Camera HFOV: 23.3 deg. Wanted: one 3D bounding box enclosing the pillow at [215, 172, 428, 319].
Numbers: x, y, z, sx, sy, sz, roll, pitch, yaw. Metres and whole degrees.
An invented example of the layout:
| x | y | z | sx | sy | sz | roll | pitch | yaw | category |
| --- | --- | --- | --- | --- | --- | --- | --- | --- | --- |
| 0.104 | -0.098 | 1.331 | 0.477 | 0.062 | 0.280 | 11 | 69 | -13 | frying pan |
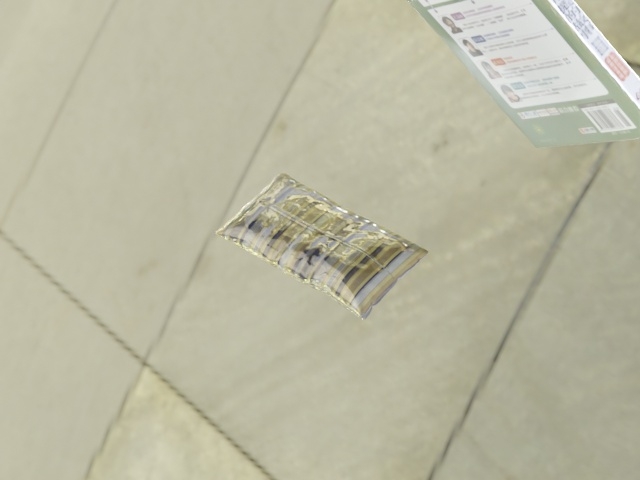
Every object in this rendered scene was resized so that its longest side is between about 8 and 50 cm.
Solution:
| x | y | z | sx | sy | sz | roll | pitch | yaw | category |
| --- | --- | --- | --- | --- | --- | --- | --- | --- | --- |
| 0.000 | 0.000 | 1.607 | 0.203 | 0.038 | 0.113 | 28 | 56 | 29 | pillow |

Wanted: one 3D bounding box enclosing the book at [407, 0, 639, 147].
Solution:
| x | y | z | sx | sy | sz | roll | pitch | yaw | category |
| --- | --- | --- | --- | --- | --- | --- | --- | --- | --- |
| 0.179 | -0.189 | 1.426 | 0.027 | 0.264 | 0.202 | -50 | 19 | -16 | book |
